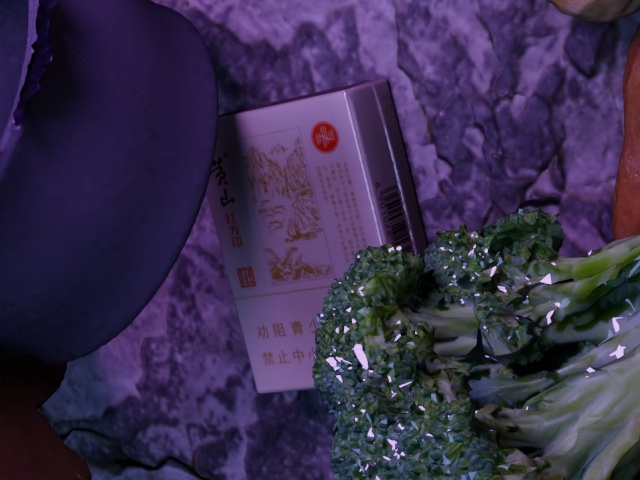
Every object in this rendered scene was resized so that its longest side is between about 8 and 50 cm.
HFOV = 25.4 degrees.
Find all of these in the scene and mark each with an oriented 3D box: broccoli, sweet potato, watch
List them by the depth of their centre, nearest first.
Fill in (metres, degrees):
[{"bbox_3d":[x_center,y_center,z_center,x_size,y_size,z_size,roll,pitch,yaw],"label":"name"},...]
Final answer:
[{"bbox_3d":[0.138,0.103,0.787,0.308,0.308,0.275,48,119,11],"label":"broccoli"},{"bbox_3d":[0.202,-0.056,0.834,0.058,0.055,0.202,9,109,19],"label":"sweet potato"},{"bbox_3d":[-0.214,-0.030,0.951,0.327,0.314,0.335,-52,42,17],"label":"watch"}]

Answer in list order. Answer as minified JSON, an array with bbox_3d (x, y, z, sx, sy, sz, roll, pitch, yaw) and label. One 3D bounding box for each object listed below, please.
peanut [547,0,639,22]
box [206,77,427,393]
[{"bbox_3d":[0.125,-0.230,0.806,0.103,0.098,0.229,-22,89,14],"label":"peanut"},{"bbox_3d":[0.000,0.000,0.978,0.141,0.058,0.201,-10,99,34],"label":"box"}]
